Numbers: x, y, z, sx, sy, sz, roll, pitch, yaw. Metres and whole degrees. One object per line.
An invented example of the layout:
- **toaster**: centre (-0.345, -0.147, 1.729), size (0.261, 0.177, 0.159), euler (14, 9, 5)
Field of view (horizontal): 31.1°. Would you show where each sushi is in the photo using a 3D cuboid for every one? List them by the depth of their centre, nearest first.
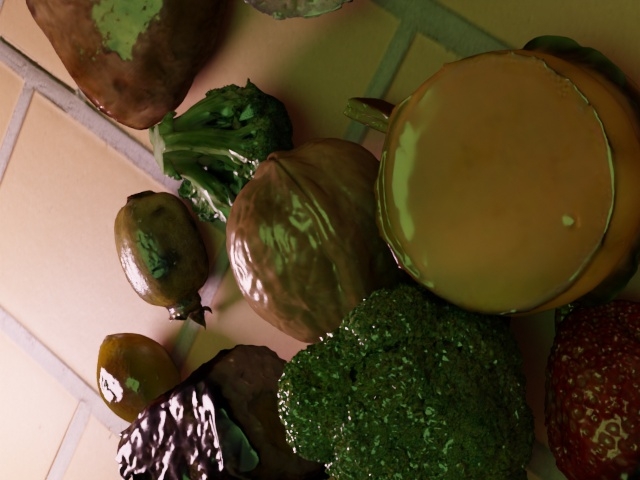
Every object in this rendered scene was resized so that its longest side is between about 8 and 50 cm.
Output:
- **sushi**: centre (-0.144, 0.351, 1.942), size (0.294, 0.299, 0.281), euler (-42, 52, 27)

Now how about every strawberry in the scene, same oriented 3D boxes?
- **strawberry**: centre (0.422, 0.225, 1.609), size (0.288, 0.250, 0.238), euler (59, 156, 23)

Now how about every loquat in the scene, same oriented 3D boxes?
- **loquat**: centre (-0.344, 0.252, 2.136), size (0.195, 0.152, 0.152), euler (45, 117, 10)

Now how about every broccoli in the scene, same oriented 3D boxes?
- **broccoli**: centre (0.140, 0.241, 1.618), size (0.413, 0.310, 0.321), euler (21, 116, -15)
- **broccoli**: centre (-0.165, -0.140, 1.908), size (0.294, 0.245, 0.265), euler (-9, 79, 64)

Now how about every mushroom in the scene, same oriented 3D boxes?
- **mushroom**: centre (-0.276, -0.421, 1.954), size (0.397, 0.224, 0.314), euler (-37, 75, 29)

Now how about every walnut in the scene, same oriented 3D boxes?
- **walnut**: centre (-0.001, -0.001, 1.750), size (0.277, 0.252, 0.313), euler (-18, 120, 15)

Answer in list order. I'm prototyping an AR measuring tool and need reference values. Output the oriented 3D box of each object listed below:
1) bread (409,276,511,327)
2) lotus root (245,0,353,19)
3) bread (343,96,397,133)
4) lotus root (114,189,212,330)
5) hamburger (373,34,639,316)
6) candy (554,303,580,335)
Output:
- **bread**: centre (0.205, 0.262, 1.812), size (0.165, 0.113, 0.417), euler (6, 99, 29)
- **lotus root**: centre (-0.036, -0.500, 1.805), size (0.272, 0.192, 0.272), euler (1, 121, 2)
- **bread**: centre (0.099, -0.198, 1.826), size (0.090, 0.094, 0.035), euler (28, 110, 28)
- **lotus root**: centre (-0.278, 0.043, 2.068), size (0.154, 0.154, 0.278), euler (-21, 90, 32)
- **hamburger**: centre (0.303, -0.090, 1.603), size (0.395, 0.277, 0.396), euler (6, 100, 34)
- **candy**: centre (0.376, 0.120, 1.724), size (0.053, 0.046, 0.182), euler (8, 99, 29)
